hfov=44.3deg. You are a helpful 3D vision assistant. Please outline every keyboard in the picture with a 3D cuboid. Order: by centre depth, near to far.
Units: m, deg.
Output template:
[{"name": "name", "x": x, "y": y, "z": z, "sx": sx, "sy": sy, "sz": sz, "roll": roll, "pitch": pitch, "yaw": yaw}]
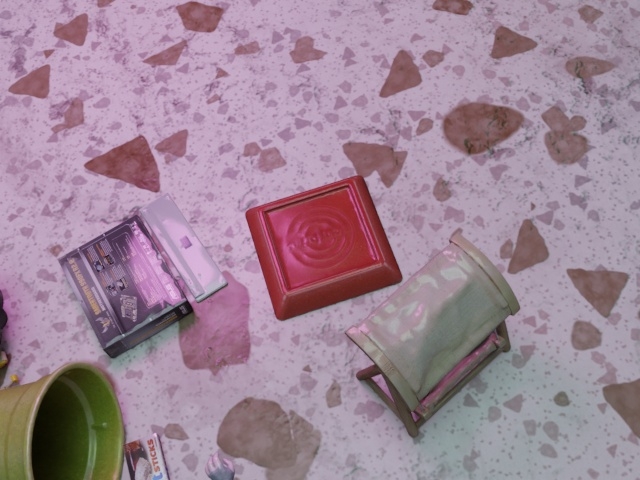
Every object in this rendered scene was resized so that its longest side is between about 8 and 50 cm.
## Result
[{"name": "keyboard", "x": -0.281, "y": 0.010, "z": 1.598, "sx": 0.072, "sy": 0.014, "sz": 0.256, "roll": -30, "pitch": 65, "yaw": -15}]

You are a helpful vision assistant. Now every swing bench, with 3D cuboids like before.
[{"name": "swing bench", "x": 0.193, "y": 0.166, "z": 1.332, "sx": 0.253, "sy": 0.254, "sz": 0.165, "roll": -40, "pitch": 66, "yaw": -13}]

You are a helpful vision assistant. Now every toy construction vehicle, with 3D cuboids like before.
[{"name": "toy construction vehicle", "x": -0.631, "y": 0.264, "z": 1.498, "sx": 0.098, "sy": 0.035, "sz": 0.086, "roll": -33, "pitch": 56, "yaw": -11}]

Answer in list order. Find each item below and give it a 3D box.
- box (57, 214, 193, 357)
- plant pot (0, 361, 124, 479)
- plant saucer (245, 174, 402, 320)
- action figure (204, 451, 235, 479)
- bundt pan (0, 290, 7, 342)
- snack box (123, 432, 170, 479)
[{"name": "box", "x": -0.383, "y": 0.087, "z": 1.544, "sx": 0.183, "sy": 0.056, "sz": 0.231, "roll": -32, "pitch": 64, "yaw": -9}, {"name": "plant pot", "x": -0.514, "y": 0.354, "z": 1.331, "sx": 0.254, "sy": 0.276, "sz": 0.276, "roll": -8, "pitch": 62, "yaw": 15}, {"name": "plant saucer", "x": 0.000, "y": 0.000, "z": 1.553, "sx": 0.258, "sy": 0.048, "sz": 0.259, "roll": -18, "pitch": 64, "yaw": -3}, {"name": "action figure", "x": -0.088, "y": 0.491, "z": 1.139, "sx": 0.248, "sy": 0.370, "sz": 0.275, "roll": 20, "pitch": 33, "yaw": -10}, {"name": "bundt pan", "x": -0.743, "y": 0.169, "z": 1.489, "sx": 0.331, "sy": 0.124, "sz": 0.331, "roll": -6, "pitch": 56, "yaw": 9}, {"name": "snack box", "x": -0.295, "y": 0.433, "z": 1.380, "sx": 0.064, "sy": 0.022, "sz": 0.178, "roll": -19, "pitch": 63, "yaw": -5}]
